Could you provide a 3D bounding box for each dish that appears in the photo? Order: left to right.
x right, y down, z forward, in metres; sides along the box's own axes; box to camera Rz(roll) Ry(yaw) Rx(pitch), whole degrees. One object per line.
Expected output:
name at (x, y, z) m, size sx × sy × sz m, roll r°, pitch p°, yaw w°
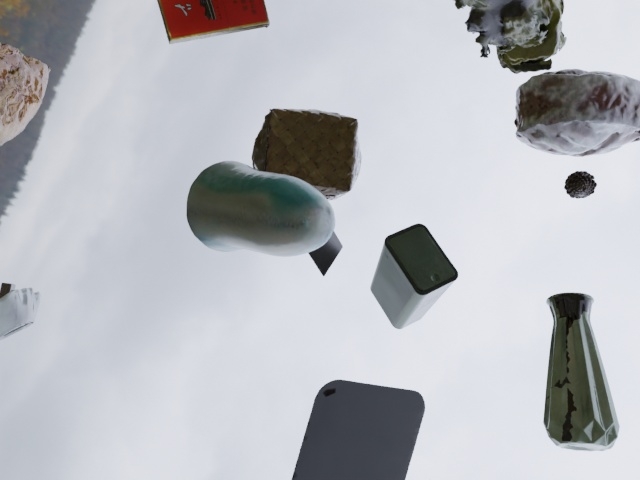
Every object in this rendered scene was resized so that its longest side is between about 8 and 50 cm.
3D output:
dish at (-0.391, 0.099, 0.711) m, size 0.091 × 0.039 × 0.137 m, roll -35°, pitch -179°, yaw -4°

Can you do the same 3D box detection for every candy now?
candy at (0.524, -0.248, 1.123) m, size 0.214 × 0.289 × 0.157 m, roll 179°, pitch -86°, yaw -68°

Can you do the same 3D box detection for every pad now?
pad at (0.000, 0.000, 1.840) m, size 0.003 × 0.211 × 0.143 m, roll 6°, pitch -130°, yaw 39°
pad at (0.068, 0.440, 1.036) m, size 0.063 × 0.314 × 0.376 m, roll 17°, pitch -90°, yaw 62°

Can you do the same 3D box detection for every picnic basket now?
picnic basket at (-0.043, -0.254, 1.748) m, size 0.337 × 0.337 × 0.293 m, roll 7°, pitch -89°, yaw 53°

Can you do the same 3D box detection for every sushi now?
sushi at (0.264, -0.349, 0.779) m, size 0.139 × 0.291 × 0.131 m, roll 13°, pitch -115°, yaw 46°

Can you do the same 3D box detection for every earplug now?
earplug at (-0.092, -0.043, 1.011) m, size 0.324 × 0.185 × 0.185 m, roll 15°, pitch -97°, yaw 52°

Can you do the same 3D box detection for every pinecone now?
pinecone at (0.666, -0.146, 1.450) m, size 0.077 × 0.077 × 0.083 m, roll -45°, pitch -168°, yaw 26°

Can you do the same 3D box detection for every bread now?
bread at (-0.614, -0.260, 0.939) m, size 0.340 × 0.194 × 0.179 m, roll -61°, pitch 167°, yaw -86°

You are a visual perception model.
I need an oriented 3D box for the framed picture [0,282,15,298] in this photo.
framed picture at (-0.762, 0.167, 1.356) m, size 0.168 × 0.023 × 0.128 m, roll -11°, pitch -109°, yaw 64°

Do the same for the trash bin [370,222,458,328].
trash bin at (0.297, 0.134, 1.876) m, size 0.223 × 0.158 × 0.343 m, roll 59°, pitch -19°, yaw 23°

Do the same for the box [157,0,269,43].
box at (-0.138, -0.306, 0.711) m, size 0.023 × 0.133 × 0.090 m, roll -167°, pitch -117°, yaw -72°

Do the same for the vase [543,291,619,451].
vase at (0.617, 0.312, 1.363) m, size 0.165 × 0.165 × 0.360 m, roll -22°, pitch -129°, yaw 44°
